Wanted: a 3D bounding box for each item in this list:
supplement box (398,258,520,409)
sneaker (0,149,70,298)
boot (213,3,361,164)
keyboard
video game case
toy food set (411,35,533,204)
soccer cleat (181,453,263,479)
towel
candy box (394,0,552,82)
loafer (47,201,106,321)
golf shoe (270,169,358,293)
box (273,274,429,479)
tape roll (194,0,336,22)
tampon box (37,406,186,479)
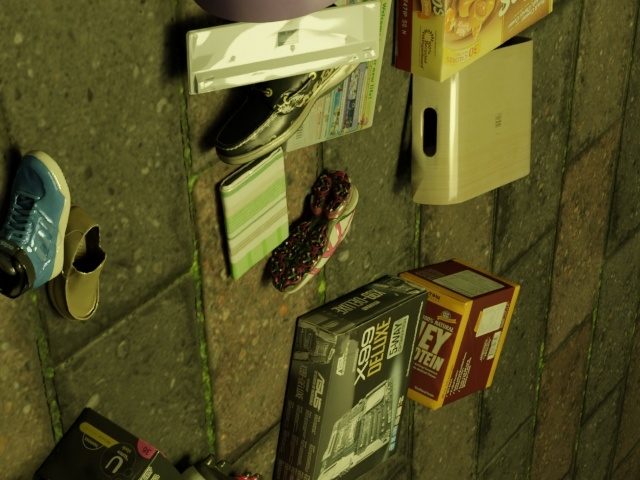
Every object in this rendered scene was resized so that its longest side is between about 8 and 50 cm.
[{"bbox_3d":[0.207,0.151,2.127,0.194,0.129,0.191,-10,119,-55],"label":"supplement box"},{"bbox_3d":[-0.298,-0.011,1.289,0.084,0.058,0.152,-41,149,-50],"label":"sneaker"},{"bbox_3d":[-0.063,-0.220,1.506,0.236,0.085,0.178,-44,134,-16],"label":"boot"},{"bbox_3d":[-0.037,-0.221,1.464,0.256,0.014,0.072,-15,114,-30],"label":"keyboard"},{"bbox_3d":[0.020,-0.233,1.676,0.193,0.023,0.212,-22,127,-50],"label":"video game case"},{"bbox_3d":[0.236,-0.192,1.999,0.306,0.092,0.220,-23,117,-52],"label":"toy food set"},{"bbox_3d":[-0.127,0.398,1.812,0.143,0.116,0.331,-47,146,-1],"label":"soccer cleat"},{"bbox_3d":[-0.086,-0.036,1.650,0.113,0.023,0.152,-39,142,-35],"label":"towel"},{"bbox_3d":[0.230,-0.371,1.845,0.316,0.087,0.183,-36,138,-42],"label":"candy box"},{"bbox_3d":[-0.260,0.030,1.386,0.056,0.050,0.148,-38,139,-39],"label":"loafer"},{"bbox_3d":[0.000,0.000,1.758,0.186,0.067,0.086,-58,150,-15],"label":"golf shoe"},{"bbox_3d":[0.046,0.228,1.977,0.242,0.076,0.307,-21,128,-50],"label":"box"},{"bbox_3d":[-0.052,-0.311,1.343,0.189,0.189,0.080,-45,144,-32],"label":"tape roll"},{"bbox_3d":[-0.234,0.296,1.538,0.101,0.120,0.161,-54,148,-20],"label":"tampon box"}]
